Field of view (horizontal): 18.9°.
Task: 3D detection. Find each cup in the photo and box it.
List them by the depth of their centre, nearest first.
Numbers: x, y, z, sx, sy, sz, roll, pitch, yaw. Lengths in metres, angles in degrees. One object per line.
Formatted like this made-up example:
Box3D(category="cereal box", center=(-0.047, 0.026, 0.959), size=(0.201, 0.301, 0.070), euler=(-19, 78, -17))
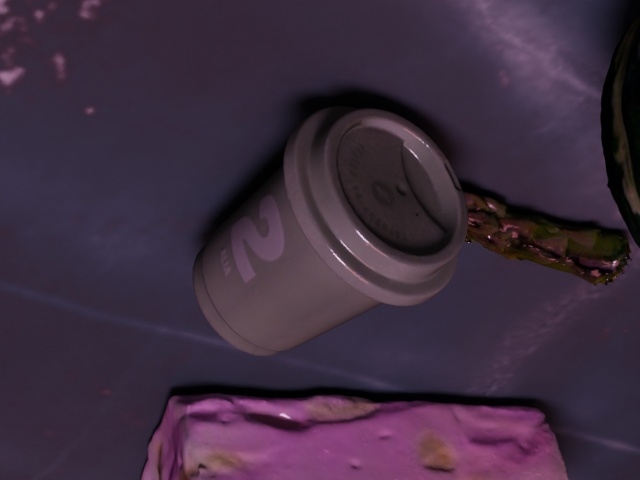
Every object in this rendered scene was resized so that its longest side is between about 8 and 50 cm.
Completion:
Box3D(category="cup", center=(0.000, 0.000, 1.072), size=(0.120, 0.120, 0.141), euler=(22, 142, -31))

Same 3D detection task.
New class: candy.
Box3D(category="candy", center=(0.020, 0.185, 1.260), size=(0.265, 0.115, 0.155), euler=(4, 135, -15))

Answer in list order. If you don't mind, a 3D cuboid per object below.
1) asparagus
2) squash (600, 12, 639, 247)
Box3D(category="asparagus", center=(0.114, -0.006, 1.139), size=(0.165, 0.030, 0.036), euler=(17, 140, -27))
Box3D(category="squash", center=(0.268, -0.062, 0.974), size=(0.252, 0.165, 0.252), euler=(-6, 172, -1))
